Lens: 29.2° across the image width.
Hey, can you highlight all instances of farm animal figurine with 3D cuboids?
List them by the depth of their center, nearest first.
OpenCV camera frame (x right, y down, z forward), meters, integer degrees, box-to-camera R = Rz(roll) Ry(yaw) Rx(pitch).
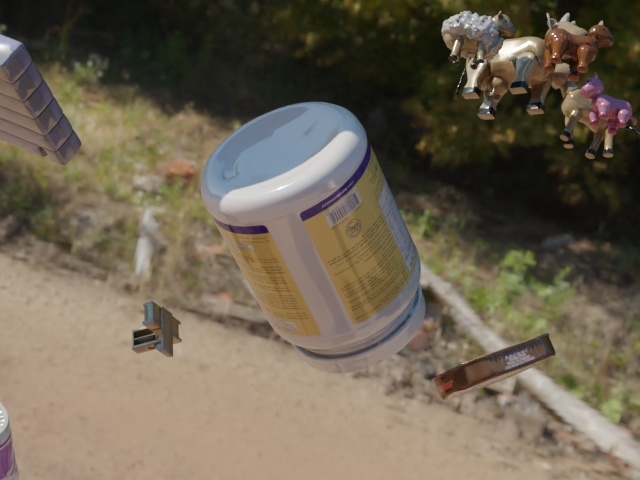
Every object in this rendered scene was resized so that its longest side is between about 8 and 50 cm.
[{"bbox_3d":[0.400,-0.303,2.179,0.326,0.172,0.330,7,-25,22],"label":"farm animal figurine"}]

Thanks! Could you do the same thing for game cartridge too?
[{"bbox_3d":[-0.509,-0.239,1.690,0.355,0.068,0.230,22,-29,24],"label":"game cartridge"}]

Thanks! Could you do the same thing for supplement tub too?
[{"bbox_3d":[0.000,0.000,1.724,0.241,0.331,0.241,-17,35,12],"label":"supplement tub"}]

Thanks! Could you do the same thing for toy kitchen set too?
[{"bbox_3d":[-0.248,0.140,1.753,0.075,0.068,0.083,-16,-31,17],"label":"toy kitchen set"}]

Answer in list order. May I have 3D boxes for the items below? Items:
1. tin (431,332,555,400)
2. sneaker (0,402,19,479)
[{"bbox_3d":[0.237,0.171,1.660,0.189,0.106,0.040,-14,72,-33],"label":"tin"},{"bbox_3d":[-0.502,0.260,1.758,0.102,0.161,0.282,-17,38,-17],"label":"sneaker"}]
